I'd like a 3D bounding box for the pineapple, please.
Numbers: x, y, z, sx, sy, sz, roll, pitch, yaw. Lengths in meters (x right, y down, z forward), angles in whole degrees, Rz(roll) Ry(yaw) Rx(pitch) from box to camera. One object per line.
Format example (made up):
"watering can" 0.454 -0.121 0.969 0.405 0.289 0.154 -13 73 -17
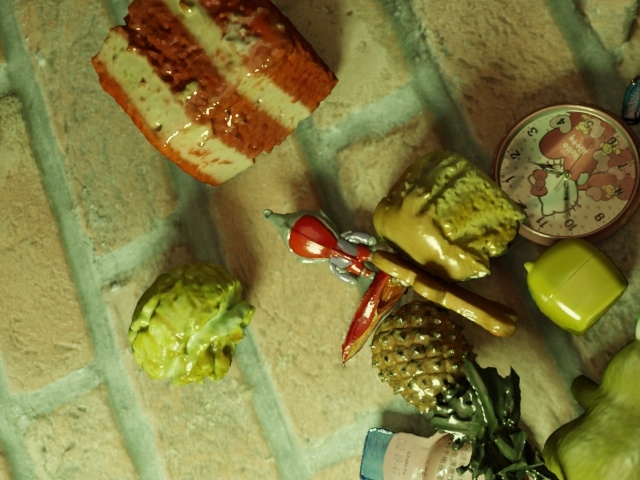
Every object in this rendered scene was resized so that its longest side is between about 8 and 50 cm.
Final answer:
"pineapple" 0.220 0.243 1.213 0.165 0.165 0.364 -46 49 6

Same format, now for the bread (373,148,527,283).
"bread" 0.184 -0.056 1.300 0.174 0.133 0.252 -47 49 -11

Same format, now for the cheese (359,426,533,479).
"cheese" 0.201 0.366 1.288 0.286 0.074 0.188 8 82 19

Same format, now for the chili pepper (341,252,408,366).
"chili pepper" 0.103 0.093 1.390 0.267 0.059 0.050 -59 31 4

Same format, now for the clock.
"clock" 0.395 -0.107 1.323 0.245 0.056 0.244 -3 80 17

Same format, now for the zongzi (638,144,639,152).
"zongzi" 0.627 -0.165 1.222 0.221 0.112 0.242 36 89 12

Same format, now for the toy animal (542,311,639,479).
"toy animal" 0.461 0.232 1.181 0.181 0.180 0.362 29 83 14

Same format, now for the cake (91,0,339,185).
"cake" -0.185 -0.291 1.441 0.319 0.270 0.269 -42 70 9

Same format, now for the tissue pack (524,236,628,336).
"tissue pack" 0.376 0.064 1.230 0.123 0.178 0.127 -44 72 5

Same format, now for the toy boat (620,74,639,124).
"toy boat" 0.504 -0.226 1.320 0.038 0.038 0.083 14 102 20

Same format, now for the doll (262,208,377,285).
"doll" 0.000 0.000 1.424 0.228 0.075 0.102 24 98 12

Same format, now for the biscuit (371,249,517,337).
"biscuit" 0.191 0.083 1.300 0.250 0.165 0.036 27 100 13

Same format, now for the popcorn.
"popcorn" -0.226 0.142 1.414 0.184 0.204 0.221 40 108 21
